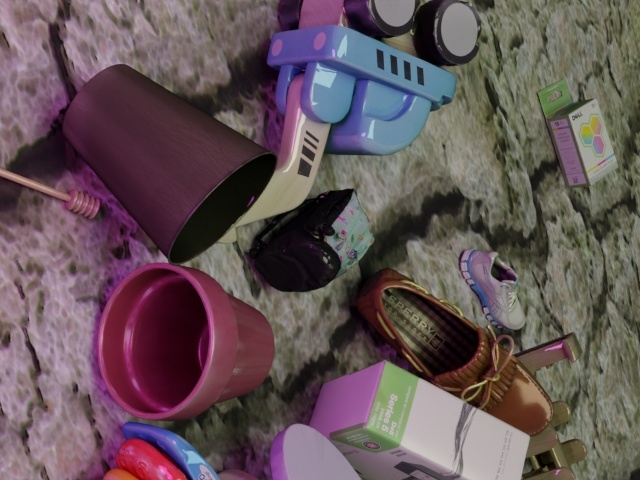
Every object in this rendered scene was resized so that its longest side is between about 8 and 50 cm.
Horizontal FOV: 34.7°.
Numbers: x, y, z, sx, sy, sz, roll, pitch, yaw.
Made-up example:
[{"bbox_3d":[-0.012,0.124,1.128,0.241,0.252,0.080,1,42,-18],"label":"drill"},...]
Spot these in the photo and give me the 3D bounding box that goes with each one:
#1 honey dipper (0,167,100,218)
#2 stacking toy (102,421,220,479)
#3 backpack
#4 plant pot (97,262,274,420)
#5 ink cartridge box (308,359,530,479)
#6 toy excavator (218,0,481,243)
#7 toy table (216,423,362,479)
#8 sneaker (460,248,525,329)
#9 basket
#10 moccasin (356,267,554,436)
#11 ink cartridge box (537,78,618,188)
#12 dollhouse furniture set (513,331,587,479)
[{"bbox_3d":[-0.358,-0.068,1.308,0.160,0.030,0.031,24,70,-36],"label":"honey dipper"},{"bbox_3d":[-0.269,0.375,1.260,0.302,0.165,0.175,-37,110,-31],"label":"stacking toy"},{"bbox_3d":[0.000,0.000,1.552,0.182,0.152,0.115,-48,122,-47],"label":"backpack"},{"bbox_3d":[-0.164,0.139,1.360,0.180,0.201,0.201,17,73,-56],"label":"plant pot"},{"bbox_3d":[0.143,0.304,1.542,0.272,0.198,0.115,29,60,-17],"label":"ink cartridge box"},{"bbox_3d":[0.007,-0.187,1.542,0.432,0.222,0.445,13,85,-38],"label":"toy excavator"},{"bbox_3d":[-0.027,0.407,1.405,0.252,0.161,0.274,7,54,-57],"label":"toy table"},{"bbox_3d":[0.331,0.092,1.858,0.191,0.083,0.071,52,54,-26],"label":"sneaker"},{"bbox_3d":[-0.205,-0.108,1.309,0.227,0.154,0.204,38,55,12],"label":"basket"},{"bbox_3d":[0.228,0.184,1.642,0.139,0.147,0.380,-45,100,-4],"label":"moccasin"},{"bbox_3d":[0.522,-0.221,2.075,0.109,0.062,0.209,-29,104,-39],"label":"ink cartridge box"},{"bbox_3d":[0.411,0.306,1.797,0.242,0.161,0.212,68,19,6],"label":"dollhouse furniture set"}]
